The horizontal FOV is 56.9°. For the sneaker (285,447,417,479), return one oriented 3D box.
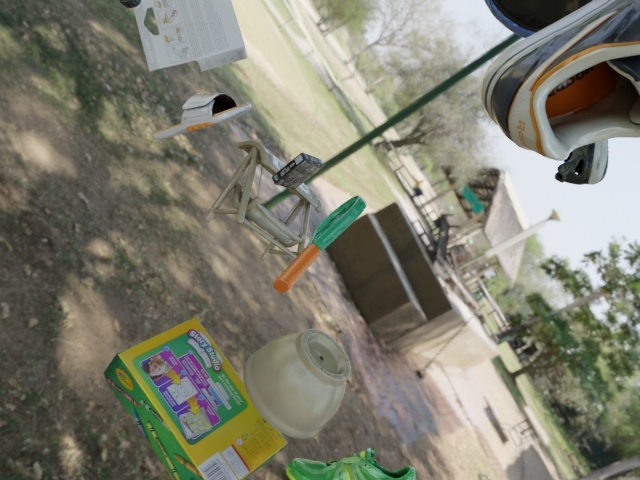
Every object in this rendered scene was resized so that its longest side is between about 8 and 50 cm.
[{"bbox_3d":[0.071,0.515,1.308,0.109,0.296,0.123,67,33,-88],"label":"sneaker"}]

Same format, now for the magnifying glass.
[{"bbox_3d":[0.000,0.000,0.894,0.026,0.092,0.231,50,46,-11],"label":"magnifying glass"}]

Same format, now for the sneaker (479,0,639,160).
[{"bbox_3d":[0.307,-0.182,0.519,0.126,0.321,0.127,40,23,-34],"label":"sneaker"}]

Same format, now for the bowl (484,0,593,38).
[{"bbox_3d":[0.528,-0.627,1.272,0.391,0.391,0.077,61,32,-1],"label":"bowl"}]

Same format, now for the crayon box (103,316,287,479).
[{"bbox_3d":[-0.205,0.279,0.977,0.278,0.081,0.165,51,38,13],"label":"crayon box"}]

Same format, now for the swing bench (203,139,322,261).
[{"bbox_3d":[-0.136,-0.102,1.604,0.253,0.165,0.254,38,66,-42],"label":"swing bench"}]

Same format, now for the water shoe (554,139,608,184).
[{"bbox_3d":[0.402,-0.186,0.929,0.073,0.080,0.203,63,30,-67],"label":"water shoe"}]

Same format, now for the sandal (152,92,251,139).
[{"bbox_3d":[-0.284,-0.288,1.332,0.102,0.265,0.076,-42,119,-60],"label":"sandal"}]

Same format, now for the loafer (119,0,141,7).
[{"bbox_3d":[-0.432,-0.627,1.294,0.078,0.076,0.223,-7,96,-72],"label":"loafer"}]

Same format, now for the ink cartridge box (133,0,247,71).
[{"bbox_3d":[-0.363,-0.602,1.609,0.066,0.261,0.296,87,-14,-76],"label":"ink cartridge box"}]

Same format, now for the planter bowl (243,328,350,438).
[{"bbox_3d":[-0.023,0.206,0.915,0.162,0.109,0.162,34,26,-19],"label":"planter bowl"}]

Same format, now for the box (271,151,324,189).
[{"bbox_3d":[-0.043,-0.133,1.145,0.067,0.083,0.018,8,51,-56],"label":"box"}]
